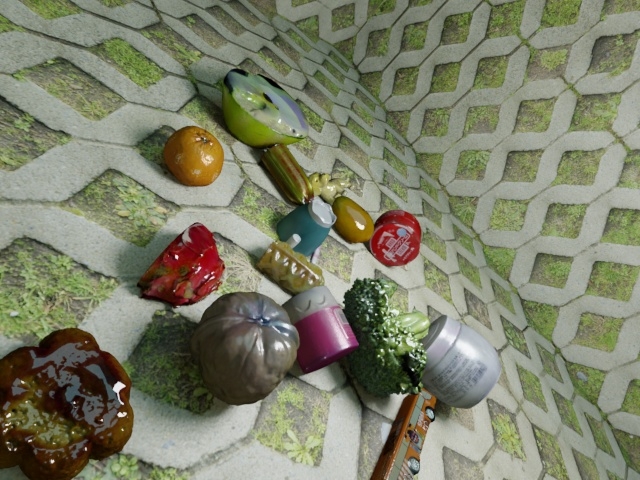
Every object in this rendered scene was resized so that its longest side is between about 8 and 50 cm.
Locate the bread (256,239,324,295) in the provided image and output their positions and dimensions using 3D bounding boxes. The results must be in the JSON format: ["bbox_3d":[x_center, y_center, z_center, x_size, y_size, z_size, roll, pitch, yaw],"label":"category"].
[{"bbox_3d":[-0.082,0.093,1.313,0.232,0.088,0.128,39,60,-17],"label":"bread"}]

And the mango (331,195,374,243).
[{"bbox_3d":[0.129,-0.083,1.731,0.221,0.120,0.152,43,61,-8],"label":"mango"}]

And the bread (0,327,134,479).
[{"bbox_3d":[-0.431,0.274,0.681,0.247,0.135,0.232,52,45,1],"label":"bread"}]

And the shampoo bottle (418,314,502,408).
[{"bbox_3d":[0.468,0.427,1.465,0.266,0.273,0.273,41,31,8],"label":"shampoo bottle"}]

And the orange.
[{"bbox_3d":[-0.388,-0.265,1.282,0.193,0.161,0.193,36,31,-26],"label":"orange"}]

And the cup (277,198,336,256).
[{"bbox_3d":[-0.039,-0.054,1.463,0.167,0.173,0.300,47,32,-5],"label":"cup"}]

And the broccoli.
[{"bbox_3d":[0.197,0.311,1.270,0.317,0.277,0.339,22,47,-25],"label":"broccoli"}]

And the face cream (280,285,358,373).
[{"bbox_3d":[-0.010,0.251,1.169,0.175,0.175,0.195,1,55,-50],"label":"face cream"}]

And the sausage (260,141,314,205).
[{"bbox_3d":[-0.107,-0.236,1.619,0.317,0.117,0.125,55,-3,10],"label":"sausage"}]

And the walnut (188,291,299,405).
[{"bbox_3d":[-0.175,0.241,0.938,0.248,0.248,0.248,31,36,-26],"label":"walnut"}]

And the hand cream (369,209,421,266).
[{"bbox_3d":[0.332,-0.014,1.820,0.230,0.230,0.149,41,30,-11],"label":"hand cream"}]

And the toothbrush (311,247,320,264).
[{"bbox_3d":[0.000,0.000,1.591,0.020,0.025,0.286,38,34,-15],"label":"toothbrush"}]

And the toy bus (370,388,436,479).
[{"bbox_3d":[0.254,0.587,1.207,0.092,0.093,0.409,44,31,6],"label":"toy bus"}]

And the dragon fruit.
[{"bbox_3d":[-0.330,0.057,1.040,0.162,0.189,0.262,19,35,11],"label":"dragon fruit"}]

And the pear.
[{"bbox_3d":[-0.251,-0.510,1.699,0.398,0.165,0.399,30,36,-25],"label":"pear"}]

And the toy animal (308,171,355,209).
[{"bbox_3d":[0.047,-0.232,1.817,0.169,0.121,0.233,46,27,17],"label":"toy animal"}]
